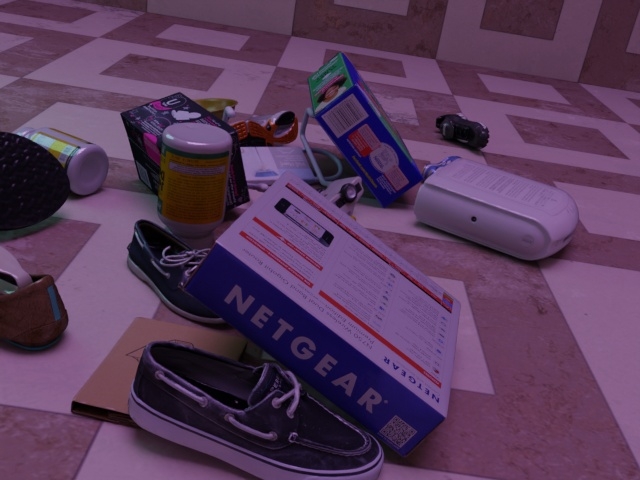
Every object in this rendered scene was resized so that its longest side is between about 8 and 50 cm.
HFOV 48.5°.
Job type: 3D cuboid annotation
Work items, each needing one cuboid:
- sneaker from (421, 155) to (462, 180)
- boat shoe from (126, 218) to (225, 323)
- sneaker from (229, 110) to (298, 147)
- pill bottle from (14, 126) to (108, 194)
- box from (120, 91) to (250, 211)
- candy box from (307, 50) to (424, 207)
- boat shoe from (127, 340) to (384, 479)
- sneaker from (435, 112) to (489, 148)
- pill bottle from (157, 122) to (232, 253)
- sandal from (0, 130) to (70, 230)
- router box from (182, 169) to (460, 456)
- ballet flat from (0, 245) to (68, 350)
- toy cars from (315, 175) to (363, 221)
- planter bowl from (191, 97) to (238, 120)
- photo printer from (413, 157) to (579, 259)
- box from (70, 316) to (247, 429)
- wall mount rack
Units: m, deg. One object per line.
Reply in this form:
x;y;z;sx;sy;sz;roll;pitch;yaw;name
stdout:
0.314;-0.168;1.759;0.144;0.053;0.059;-23;39;-35;sneaker
-0.212;0.043;1.104;0.095;0.079;0.254;-14;34;-40;boat shoe
-0.177;-0.252;1.740;0.121;0.099;0.262;5;19;41;sneaker
-0.516;-0.162;1.396;0.184;0.103;0.103;21;28;23;pill bottle
-0.264;-0.164;1.392;0.142;0.163;0.247;-26;40;-24;box
0.095;-0.262;1.627;0.122;0.268;0.317;-35;25;11;candy box
-0.064;0.189;0.801;0.301;0.102;0.108;20;26;1;boat shoe
0.406;-0.320;2.080;0.106;0.078;0.234;-2;24;-16;sneaker
-0.218;-0.086;1.217;0.117;0.209;0.118;8;26;-4;pill bottle
-0.620;-0.074;1.129;0.107;0.168;0.445;-6;8;43;sandal
0.025;0.074;0.945;0.335;0.082;0.301;38;25;-2;router box
-0.493;0.041;0.958;0.342;0.124;0.116;17;26;16;ballet flat
0.000;0.000;1.253;0.176;0.087;0.394;-24;19;15;toy cars
-0.302;-0.279;1.706;0.217;0.090;0.217;-3;21;1;planter bowl
0.385;-0.067;1.508;0.307;0.107;0.256;22;28;22;photo printer
-0.199;0.170;0.914;0.164;0.021;0.201;12;26;5;box
-0.079;-0.171;1.543;0.349;0.131;0.304;-4;47;-24;wall mount rack
